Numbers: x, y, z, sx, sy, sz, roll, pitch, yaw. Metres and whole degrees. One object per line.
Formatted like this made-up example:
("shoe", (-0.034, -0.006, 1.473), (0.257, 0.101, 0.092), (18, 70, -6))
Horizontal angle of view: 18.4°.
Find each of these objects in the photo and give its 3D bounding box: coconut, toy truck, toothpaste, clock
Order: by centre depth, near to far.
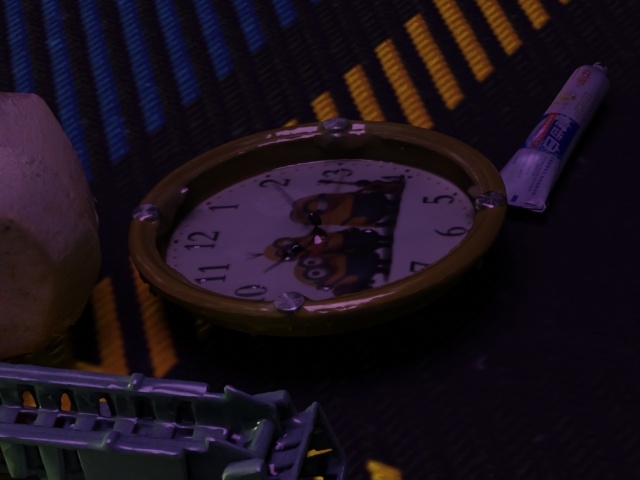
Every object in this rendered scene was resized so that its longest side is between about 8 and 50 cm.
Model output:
("toy truck", (-0.149, 0.137, 0.920), (0.338, 0.184, 0.133), (4, 36, 18))
("coconut", (-0.209, -0.011, 1.180), (0.161, 0.161, 0.162), (-9, 32, -2))
("clock", (0.000, 0.000, 1.210), (0.237, 0.057, 0.237), (-6, 31, 3))
("toothpaste", (0.156, -0.070, 1.304), (0.045, 0.028, 0.170), (16, 42, 21))
